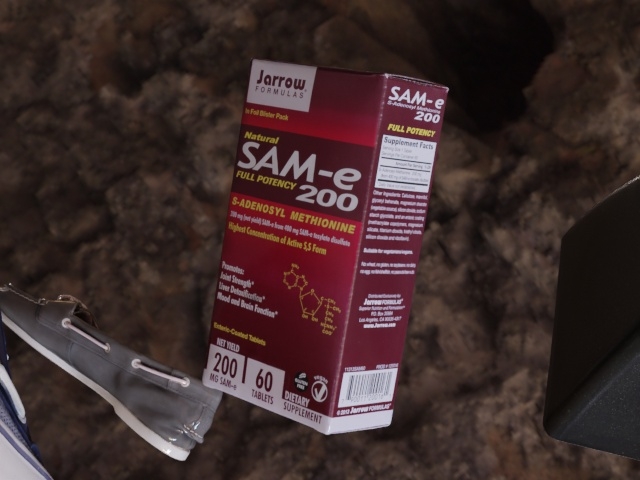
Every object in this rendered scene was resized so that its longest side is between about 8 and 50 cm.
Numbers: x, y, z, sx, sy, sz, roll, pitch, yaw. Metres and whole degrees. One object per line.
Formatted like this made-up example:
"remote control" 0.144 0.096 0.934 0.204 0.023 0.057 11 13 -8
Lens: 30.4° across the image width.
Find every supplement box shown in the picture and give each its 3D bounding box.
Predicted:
"supplement box" 0.000 0.000 0.821 0.130 0.073 0.239 14 -83 41

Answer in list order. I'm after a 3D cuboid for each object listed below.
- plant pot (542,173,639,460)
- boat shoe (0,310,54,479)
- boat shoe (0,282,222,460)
"plant pot" 0.282 0.047 0.841 0.188 0.167 0.187 15 -123 -1
"boat shoe" -0.247 0.116 0.828 0.127 0.340 0.158 -3 -127 3
"boat shoe" -0.256 0.132 1.409 0.335 0.112 0.095 34 -96 21
